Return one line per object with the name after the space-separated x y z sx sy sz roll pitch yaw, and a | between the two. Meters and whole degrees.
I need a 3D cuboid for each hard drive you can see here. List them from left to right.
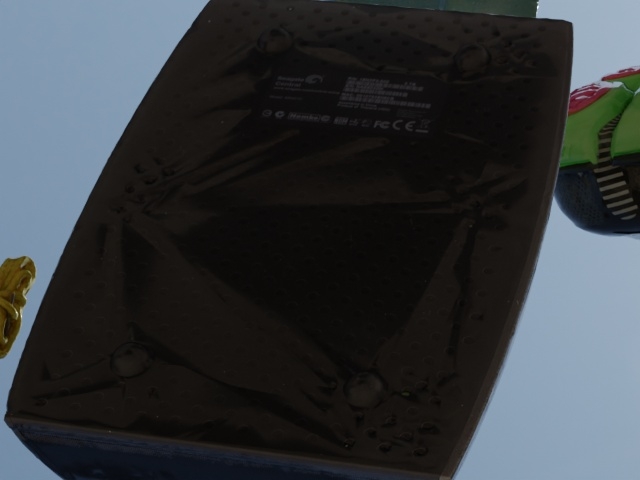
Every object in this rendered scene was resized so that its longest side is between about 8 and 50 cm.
0.000 0.000 0.739 0.172 0.054 0.254 6 -138 13 | hard drive

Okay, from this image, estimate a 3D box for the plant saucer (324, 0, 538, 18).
0.056 -0.172 1.272 0.037 0.195 0.195 -10 -150 -44 | plant saucer

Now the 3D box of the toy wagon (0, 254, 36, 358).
-0.333 0.015 1.146 0.344 0.068 0.267 2 -122 20 | toy wagon

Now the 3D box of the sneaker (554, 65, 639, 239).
0.293 0.022 1.109 0.185 0.202 0.483 0 166 43 | sneaker
